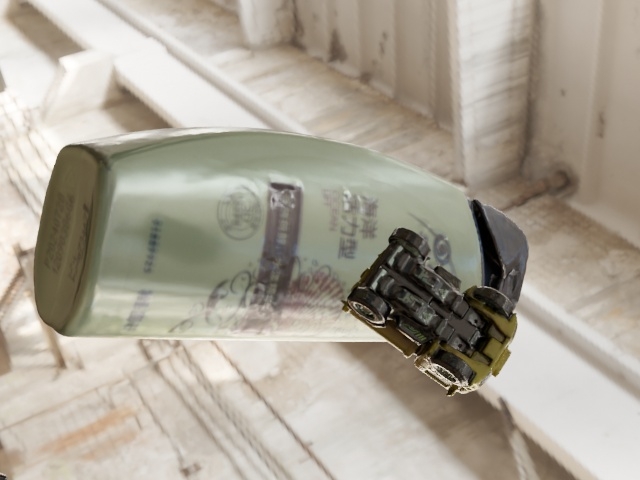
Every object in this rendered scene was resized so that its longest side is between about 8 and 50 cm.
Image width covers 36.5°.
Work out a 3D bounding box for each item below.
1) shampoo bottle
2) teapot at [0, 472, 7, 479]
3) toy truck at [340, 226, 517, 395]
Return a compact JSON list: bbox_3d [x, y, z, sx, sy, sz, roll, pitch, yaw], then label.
[{"bbox_3d":[0.000,0.000,0.643,0.078,0.359,0.134,22,-77,50],"label":"shampoo bottle"},{"bbox_3d":[-0.279,0.126,0.591,0.096,0.177,0.087,34,71,-81],"label":"teapot"},{"bbox_3d":[0.056,0.039,0.490,0.083,0.049,0.054,36,-19,0],"label":"toy truck"}]
